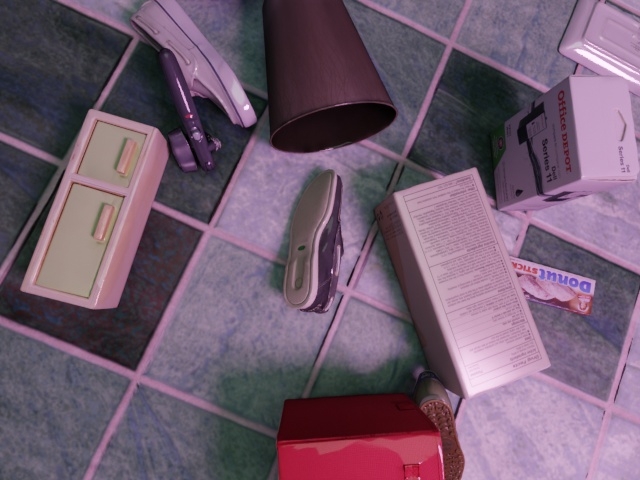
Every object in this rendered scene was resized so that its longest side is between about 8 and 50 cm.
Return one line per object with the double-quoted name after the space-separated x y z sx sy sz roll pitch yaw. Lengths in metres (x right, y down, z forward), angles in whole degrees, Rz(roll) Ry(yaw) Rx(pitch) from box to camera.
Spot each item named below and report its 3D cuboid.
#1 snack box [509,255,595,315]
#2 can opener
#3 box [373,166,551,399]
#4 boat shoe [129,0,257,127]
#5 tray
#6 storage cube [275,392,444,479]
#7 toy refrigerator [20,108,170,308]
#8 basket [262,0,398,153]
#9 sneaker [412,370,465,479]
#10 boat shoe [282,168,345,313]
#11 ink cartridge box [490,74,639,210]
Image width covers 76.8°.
0.386 0.077 0.703 0.178 0.022 0.064 15 80 -4 "snack box"
-0.200 -0.188 0.605 0.073 0.059 0.186 -23 129 -21 "can opener"
0.210 0.063 0.632 0.147 0.121 0.311 -16 85 -9 "box"
-0.205 -0.274 0.641 0.088 0.096 0.268 -37 87 -6 "boat shoe"
0.609 -0.369 0.786 0.270 0.030 0.145 26 79 -3 "tray"
0.045 0.320 0.537 0.193 0.215 0.184 -3 83 -1 "storage cube"
-0.321 -0.043 0.595 0.102 0.094 0.270 16 80 -4 "toy refrigerator"
-0.004 -0.277 0.641 0.204 0.154 0.227 -12 81 -9 "basket"
0.179 0.288 0.626 0.064 0.086 0.192 -8 114 8 "sneaker"
0.000 0.000 0.650 0.079 0.084 0.233 23 69 -42 "boat shoe"
0.365 -0.139 0.634 0.086 0.208 0.153 -1 82 -7 "ink cartridge box"
